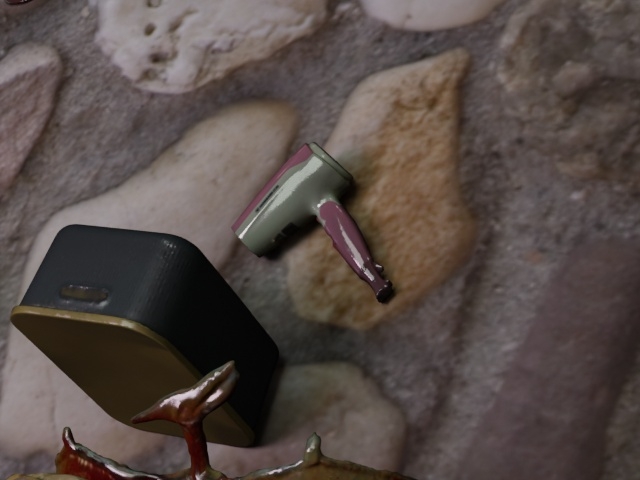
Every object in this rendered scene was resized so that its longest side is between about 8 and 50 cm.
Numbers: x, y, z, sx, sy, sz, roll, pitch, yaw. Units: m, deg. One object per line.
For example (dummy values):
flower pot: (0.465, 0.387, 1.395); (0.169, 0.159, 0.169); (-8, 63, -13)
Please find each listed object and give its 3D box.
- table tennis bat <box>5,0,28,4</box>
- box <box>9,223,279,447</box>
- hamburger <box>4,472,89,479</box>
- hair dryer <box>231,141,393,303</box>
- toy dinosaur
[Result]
table tennis bat: (-0.320, -0.265, 1.678); (0.083, 0.007, 0.050); (-12, 57, 18)
box: (-0.129, 0.073, 1.253); (0.145, 0.201, 0.090); (5, 60, 31)
hamburger: (-0.234, 0.299, 1.156); (0.283, 0.145, 0.259); (-19, 61, 48)
hair dryer: (0.006, -0.003, 1.329); (0.106, 0.054, 0.154); (-47, 56, 0)
toy dinosaur: (-0.080, 0.195, 1.213); (0.327, 0.113, 0.206); (-31, 88, 32)
